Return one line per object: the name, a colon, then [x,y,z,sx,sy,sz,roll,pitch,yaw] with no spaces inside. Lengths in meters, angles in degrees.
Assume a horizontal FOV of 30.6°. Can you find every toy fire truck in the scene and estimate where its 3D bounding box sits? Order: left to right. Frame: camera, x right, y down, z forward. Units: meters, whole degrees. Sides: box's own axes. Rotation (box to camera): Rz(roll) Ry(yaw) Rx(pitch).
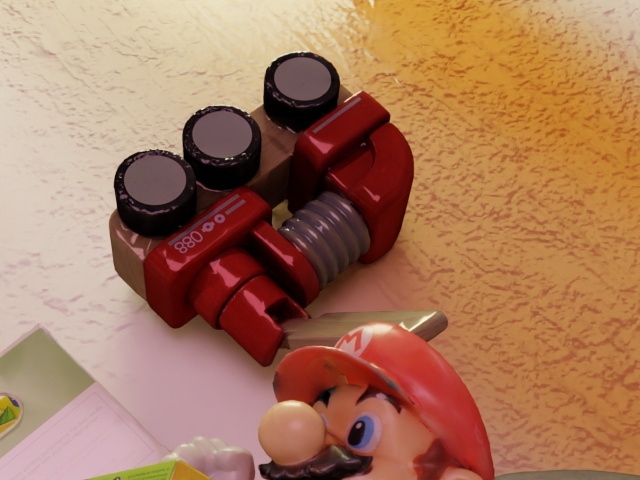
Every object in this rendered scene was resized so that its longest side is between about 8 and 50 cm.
toy fire truck: [0.000,0.000,0.826,0.217,0.158,0.246,-37,68,-26]

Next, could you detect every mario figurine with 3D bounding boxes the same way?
mario figurine: [-0.019,0.173,0.587,0.198,0.170,0.320,14,57,10]

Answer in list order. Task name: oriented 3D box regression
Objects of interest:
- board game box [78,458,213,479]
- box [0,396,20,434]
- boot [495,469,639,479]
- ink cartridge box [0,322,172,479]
board game box: [-0.136,0.235,0.569,0.124,0.039,0.259,-22,38,46]
box: [-0.218,0.156,0.755,0.169,0.054,0.059,-38,56,-25]
boot: [0.230,0.135,0.625,0.338,0.223,0.118,2,50,6]
ink cartridge box: [-0.155,0.184,0.700,0.235,0.056,0.171,39,62,21]
